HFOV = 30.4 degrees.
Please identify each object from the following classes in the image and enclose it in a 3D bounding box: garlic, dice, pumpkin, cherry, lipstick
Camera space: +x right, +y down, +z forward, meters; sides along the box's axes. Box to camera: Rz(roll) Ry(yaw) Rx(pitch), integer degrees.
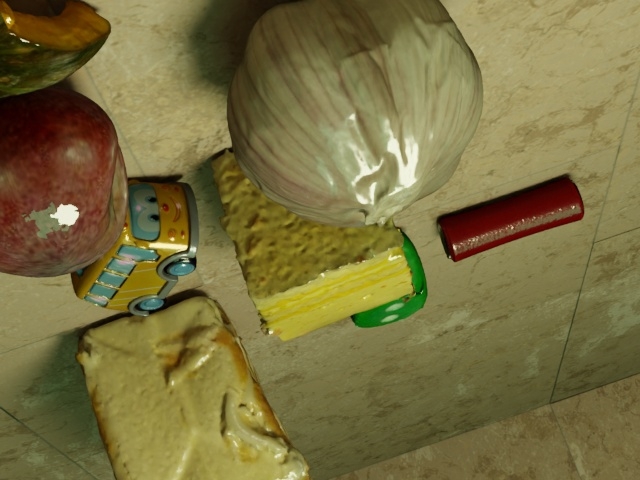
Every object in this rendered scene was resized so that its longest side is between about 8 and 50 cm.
[{"bbox_3d":[0.043,-0.141,1.320,0.317,0.259,0.317,-13,152,-7],"label":"garlic"},{"bbox_3d":[0.099,0.065,1.956,0.131,0.128,0.120,-17,158,-8],"label":"dice"},{"bbox_3d":[-0.372,-0.188,1.105,0.290,0.095,0.258,-19,160,7],"label":"pumpkin"},{"bbox_3d":[-0.330,-0.068,1.284,0.239,0.206,0.239,12,169,2],"label":"cherry"},{"bbox_3d":[0.318,-0.035,1.968,0.241,0.080,0.080,-18,156,-2],"label":"lipstick"}]

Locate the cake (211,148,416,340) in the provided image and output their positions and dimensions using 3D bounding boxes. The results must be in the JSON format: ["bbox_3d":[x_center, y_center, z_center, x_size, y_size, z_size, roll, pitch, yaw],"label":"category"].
[{"bbox_3d":[0.000,0.000,1.627,0.227,0.222,0.286,-19,157,2],"label":"cake"}]

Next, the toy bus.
[{"bbox_3d":[-0.255,0.007,1.579,0.136,0.126,0.209,8,145,-31],"label":"toy bus"}]

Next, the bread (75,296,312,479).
[{"bbox_3d":[-0.206,0.317,1.976,0.279,0.390,0.371,-25,155,-7],"label":"bread"}]
